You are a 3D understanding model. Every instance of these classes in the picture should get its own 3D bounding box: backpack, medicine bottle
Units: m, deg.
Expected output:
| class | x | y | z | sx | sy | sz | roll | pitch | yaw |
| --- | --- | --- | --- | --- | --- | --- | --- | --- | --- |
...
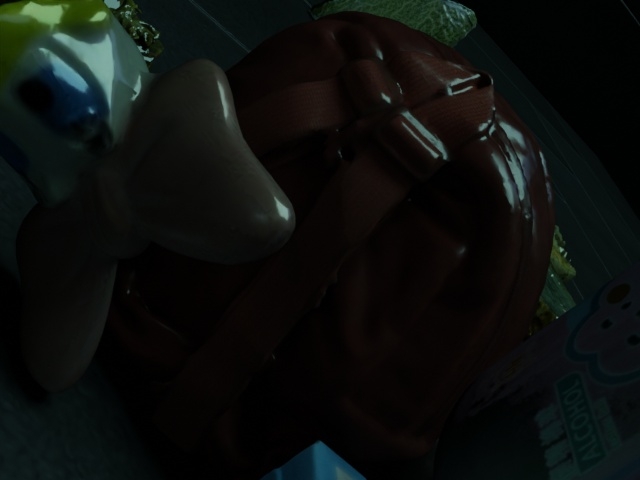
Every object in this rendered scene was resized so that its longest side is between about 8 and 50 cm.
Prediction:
| class | x | y | z | sx | sy | sz | roll | pitch | yaw |
| --- | --- | --- | --- | --- | --- | --- | --- | --- | --- |
| backpack | 0.002 | 0.000 | 0.548 | 0.139 | 0.229 | 0.229 | 19 | 36 | -55 |
| medicine bottle | 0.101 | 0.085 | 0.401 | 0.094 | 0.188 | 0.119 | 47 | 19 | -15 |

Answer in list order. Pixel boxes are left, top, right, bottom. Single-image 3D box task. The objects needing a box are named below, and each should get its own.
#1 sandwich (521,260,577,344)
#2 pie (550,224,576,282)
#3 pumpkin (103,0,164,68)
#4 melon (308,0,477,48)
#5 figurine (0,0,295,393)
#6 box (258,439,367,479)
| class | x | y | z | sx | sy | sz | roll | pitch | yaw |
| --- | --- | --- | --- | --- | --- | --- | --- | --- | --- |
| sandwich | 0.153 | 0.016 | 1.117 | 0.271 | 0.099 | 0.301 | 34 | 23 | -46 |
| pie | 0.249 | -0.056 | 1.586 | 0.274 | 0.055 | 0.274 | 45 | 19 | -20 |
| pumpkin | -0.136 | -0.131 | 0.737 | 0.083 | 0.054 | 0.074 | 52 | 21 | -18 |
| melon | 0.087 | -0.228 | 1.442 | 0.093 | 0.202 | 0.139 | 60 | 32 | -77 |
| figurine | -0.148 | -0.154 | 0.515 | 0.193 | 0.154 | 0.421 | 18 | 47 | -48 |
| box | 0.049 | 0.208 | 0.483 | 0.232 | 0.083 | 0.142 | 45 | 18 | -27 |
